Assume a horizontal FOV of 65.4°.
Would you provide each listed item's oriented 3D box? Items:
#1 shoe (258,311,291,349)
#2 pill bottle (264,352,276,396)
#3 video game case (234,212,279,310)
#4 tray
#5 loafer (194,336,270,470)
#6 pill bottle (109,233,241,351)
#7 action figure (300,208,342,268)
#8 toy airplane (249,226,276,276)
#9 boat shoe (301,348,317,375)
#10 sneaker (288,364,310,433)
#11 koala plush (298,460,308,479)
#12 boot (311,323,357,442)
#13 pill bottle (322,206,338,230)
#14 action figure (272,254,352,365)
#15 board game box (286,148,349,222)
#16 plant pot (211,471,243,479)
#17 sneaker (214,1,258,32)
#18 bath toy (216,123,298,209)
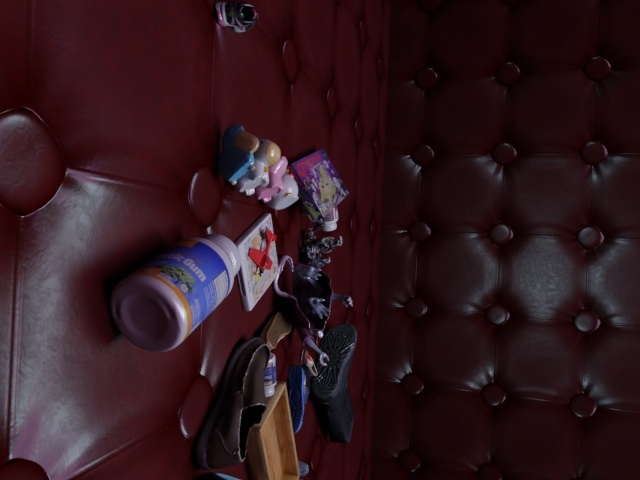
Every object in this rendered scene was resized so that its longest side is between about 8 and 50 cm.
[{"bbox_3d":[-0.149,0.282,1.551,0.077,0.058,0.219,59,18,-3],"label":"shoe"},{"bbox_3d":[-0.165,0.398,1.479,0.067,0.067,0.120,-37,127,-68],"label":"pill bottle"},{"bbox_3d":[-0.182,0.058,1.446,0.227,0.026,0.206,-57,145,-59],"label":"video game case"},{"bbox_3d":[-0.151,0.664,1.553,0.203,0.076,0.411,-55,143,-59],"label":"tray"},{"bbox_3d":[-0.191,0.421,1.294,0.134,0.130,0.366,75,24,-44],"label":"loafer"},{"bbox_3d":[-0.264,0.084,0.978,0.272,0.152,0.152,-53,141,-62],"label":"pill bottle"},{"bbox_3d":[0.000,0.000,1.832,0.164,0.140,0.276,-24,112,-75],"label":"action figure"},{"bbox_3d":[-0.157,0.032,1.432,0.151,0.028,0.151,3,90,-71],"label":"toy airplane"},{"bbox_3d":[-0.043,0.471,1.915,0.049,0.043,0.137,-62,148,-50],"label":"boat shoe"},{"bbox_3d":[-0.076,0.561,1.760,0.090,0.081,0.232,41,52,-59],"label":"sneaker"},{"bbox_3d":[-0.027,0.914,1.732,0.196,0.221,0.203,-53,142,-61],"label":"koala plush"},{"bbox_3d":[0.095,0.636,2.200,0.367,0.146,0.445,-62,148,-38],"label":"boot"},{"bbox_3d":[0.025,-0.118,1.980,0.086,0.086,0.152,-57,146,-58],"label":"pill bottle"},{"bbox_3d":[-0.049,0.254,1.715,0.370,0.275,0.248,101,12,-63],"label":"action figure"},{"bbox_3d":[-0.005,-0.208,1.789,0.208,0.056,0.347,55,25,-6],"label":"board game box"},{"bbox_3d":[-0.162,0.774,1.171,0.341,0.341,0.334,64,42,-56],"label":"plant pot"},{"bbox_3d":[-0.190,-0.560,1.249,0.178,0.077,0.072,-55,145,-60],"label":"sneaker"},{"bbox_3d":[-0.153,-0.191,1.355,0.129,0.151,0.348,60,9,18],"label":"bath toy"}]
